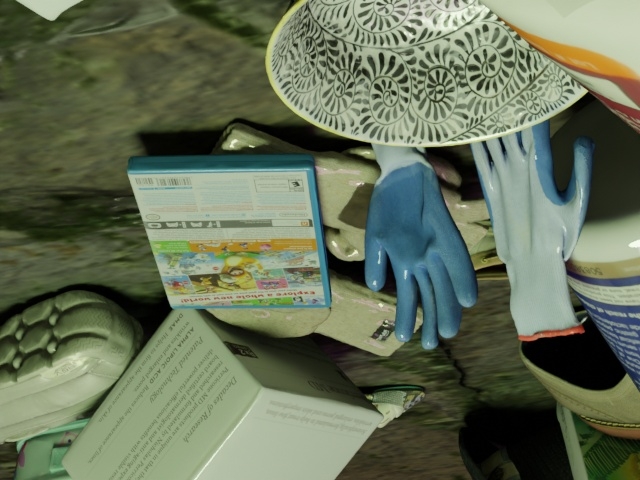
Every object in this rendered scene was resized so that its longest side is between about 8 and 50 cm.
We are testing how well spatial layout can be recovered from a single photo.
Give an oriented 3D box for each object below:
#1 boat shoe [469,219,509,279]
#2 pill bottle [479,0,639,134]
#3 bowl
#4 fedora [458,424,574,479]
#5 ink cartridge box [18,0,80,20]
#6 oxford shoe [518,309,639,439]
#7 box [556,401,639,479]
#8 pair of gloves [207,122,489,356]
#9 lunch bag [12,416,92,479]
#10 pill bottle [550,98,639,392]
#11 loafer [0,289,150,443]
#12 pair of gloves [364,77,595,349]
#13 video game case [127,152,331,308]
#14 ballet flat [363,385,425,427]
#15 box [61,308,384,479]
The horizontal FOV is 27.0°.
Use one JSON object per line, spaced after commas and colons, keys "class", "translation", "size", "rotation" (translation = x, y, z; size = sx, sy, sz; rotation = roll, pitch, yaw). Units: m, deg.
{"class": "boat shoe", "translation": [0.162, 0.016, 0.996], "size": [0.135, 0.045, 0.050], "rotation": [3, 154, -10]}
{"class": "pill bottle", "translation": [0.231, -0.106, 0.544], "size": [0.224, 0.224, 0.392], "rotation": [-20, 149, 34]}
{"class": "bowl", "translation": [0.057, -0.122, 0.667], "size": [0.170, 0.080, 0.170], "rotation": [-1, 154, 0]}
{"class": "fedora", "translation": [0.284, 0.271, 1.337], "size": [0.152, 0.334, 0.334], "rotation": [-41, 145, 5]}
{"class": "ink cartridge box", "translation": [-0.070, -0.231, 0.378], "size": [0.309, 0.130, 0.272], "rotation": [-20, 148, 32]}
{"class": "oxford shoe", "translation": [0.311, 0.097, 1.052], "size": [0.130, 0.123, 0.348], "rotation": [27, 151, -36]}
{"class": "box", "translation": [0.385, 0.192, 1.182], "size": [0.322, 0.232, 0.058], "rotation": [-4, 116, 3]}
{"class": "pair of gloves", "translation": [0.000, 0.000, 0.956], "size": [0.204, 0.042, 0.240], "rotation": [11, 146, -12]}
{"class": "lunch bag", "translation": [-0.169, 0.258, 1.387], "size": [0.279, 0.108, 0.224], "rotation": [-10, 136, 11]}
{"class": "pill bottle", "translation": [0.249, 0.036, 0.818], "size": [0.153, 0.153, 0.264], "rotation": [-18, 124, 31]}
{"class": "loafer", "translation": [-0.280, 0.133, 1.145], "size": [0.319, 0.112, 0.111], "rotation": [-17, 142, 28]}
{"class": "pair of gloves", "translation": [0.085, -0.016, 0.774], "size": [0.023, 0.159, 0.198], "rotation": [-13, -176, -37]}
{"class": "video game case", "translation": [-0.057, -0.003, 0.906], "size": [0.119, 0.015, 0.166], "rotation": [-1, 145, 5]}
{"class": "ballet flat", "translation": [0.046, 0.165, 1.307], "size": [0.114, 0.041, 0.041], "rotation": [0, 154, -2]}
{"class": "box", "translation": [-0.078, 0.163, 1.094], "size": [0.182, 0.119, 0.181], "rotation": [-52, 145, 11]}
